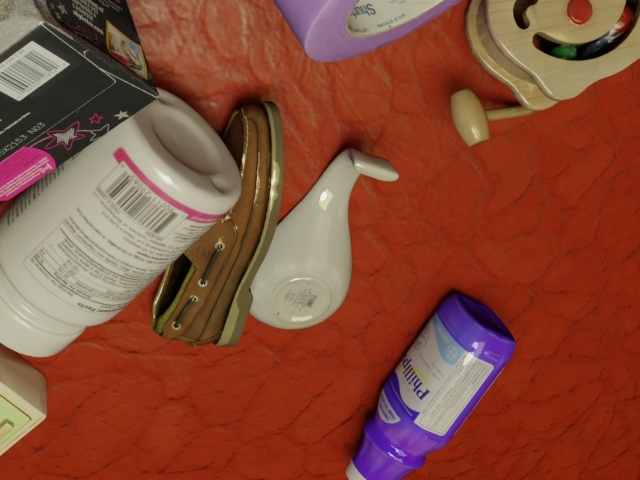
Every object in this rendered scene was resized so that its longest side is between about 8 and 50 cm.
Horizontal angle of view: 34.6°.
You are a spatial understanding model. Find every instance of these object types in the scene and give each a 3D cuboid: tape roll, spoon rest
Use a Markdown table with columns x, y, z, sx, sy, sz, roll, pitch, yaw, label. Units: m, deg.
| x | y | z | sx | sy | sz | roll | pitch | yaw | label |
| --- | --- | --- | --- | --- | --- | --- | --- | --- | --- |
| 0.082 | -0.282 | 0.961 | 0.275 | 0.275 | 0.090 | -30 | 83 | 1 | tape roll |
| 0.000 | 0.000 | 1.209 | 0.137 | 0.084 | 0.276 | 17 | 124 | -22 | spoon rest |

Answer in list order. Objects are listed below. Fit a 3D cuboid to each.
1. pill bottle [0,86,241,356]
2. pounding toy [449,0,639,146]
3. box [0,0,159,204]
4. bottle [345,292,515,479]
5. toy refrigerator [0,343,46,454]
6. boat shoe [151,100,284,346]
| x | y | z | sx | sy | sz | roll | pitch | yaw | label |
| --- | --- | --- | --- | --- | --- | --- | --- | --- | --- |
| -0.229 | -0.014 | 1.056 | 0.160 | 0.160 | 0.283 | 36 | 116 | -29 | pill bottle |
| 0.242 | -0.228 | 1.152 | 0.269 | 0.155 | 0.154 | -28 | 93 | -11 | pounding toy |
| -0.300 | -0.144 | 0.901 | 0.247 | 0.142 | 0.163 | -31 | 153 | 16 | box |
| 0.133 | 0.207 | 1.322 | 0.092 | 0.118 | 0.283 | 25 | 109 | -26 | bottle |
| -0.450 | 0.236 | 1.182 | 0.269 | 0.094 | 0.102 | -39 | 120 | 6 | toy refrigerator |
| -0.118 | -0.010 | 1.138 | 0.104 | 0.111 | 0.307 | 5 | 115 | -20 | boat shoe |
